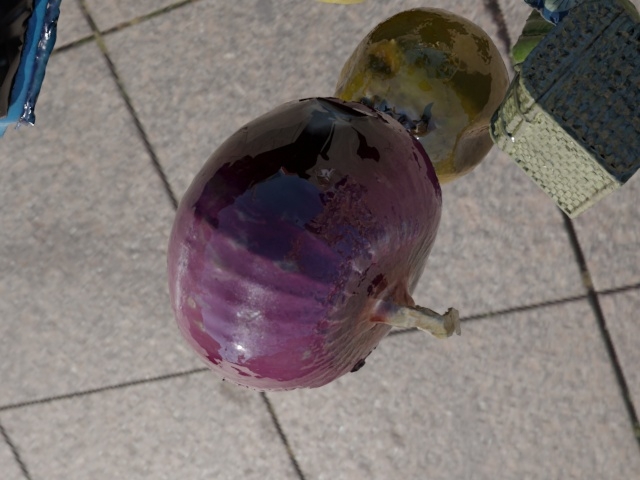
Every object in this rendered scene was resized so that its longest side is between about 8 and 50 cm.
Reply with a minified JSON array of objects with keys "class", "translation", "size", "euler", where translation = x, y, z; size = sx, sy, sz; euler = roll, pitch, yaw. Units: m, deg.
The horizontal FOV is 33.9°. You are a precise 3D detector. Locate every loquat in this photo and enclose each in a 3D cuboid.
[{"class":"loquat","translation":[0.120,-0.162,1.210],"size":[0.213,0.213,0.213],"euler":[9,120,16]}]

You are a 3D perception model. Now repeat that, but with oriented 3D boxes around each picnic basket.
[{"class":"picnic basket","translation":[0.259,-0.132,1.040],"size":[0.154,0.196,0.134],"euler":[43,85,5]}]

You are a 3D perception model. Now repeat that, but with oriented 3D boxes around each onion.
[{"class":"onion","translation":[-0.009,-0.008,0.720],"size":[0.207,0.200,0.200],"euler":[-18,116,-16]}]

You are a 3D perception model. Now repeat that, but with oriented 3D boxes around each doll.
[{"class":"doll","translation":[0.263,-0.273,1.154],"size":[0.083,0.050,0.076],"euler":[42,88,22]}]

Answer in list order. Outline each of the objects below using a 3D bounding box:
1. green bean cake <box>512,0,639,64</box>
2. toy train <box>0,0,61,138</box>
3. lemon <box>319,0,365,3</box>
[{"class":"green bean cake","translation":[0.446,-0.345,1.804],"size":[0.200,0.214,0.113],"euler":[33,168,-34]},{"class":"toy train","translation":[-0.271,-0.212,0.651],"size":[0.265,0.188,0.300],"euler":[56,137,30]},{"class":"lemon","translation":[0.026,-0.396,1.246],"size":[0.240,0.240,0.219],"euler":[-21,125,28]}]
